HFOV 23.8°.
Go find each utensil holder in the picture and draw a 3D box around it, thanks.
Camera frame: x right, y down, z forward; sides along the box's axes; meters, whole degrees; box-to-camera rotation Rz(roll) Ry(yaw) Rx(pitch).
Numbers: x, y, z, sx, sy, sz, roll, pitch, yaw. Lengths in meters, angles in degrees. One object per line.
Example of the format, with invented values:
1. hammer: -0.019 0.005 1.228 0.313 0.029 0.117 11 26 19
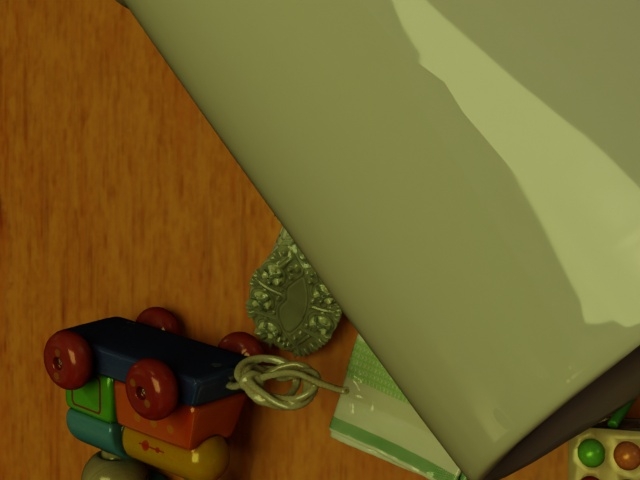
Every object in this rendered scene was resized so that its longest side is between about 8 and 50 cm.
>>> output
1. utensil holder: 0.098 -0.109 0.829 0.327 0.328 0.385 -42 74 23

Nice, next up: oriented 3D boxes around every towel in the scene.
1. towel: 0.070 0.080 1.011 0.113 0.023 0.152 20 100 27

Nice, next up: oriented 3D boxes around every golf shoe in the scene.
1. golf shoe: 0.000 0.000 1.030 0.069 0.086 0.176 23 129 9

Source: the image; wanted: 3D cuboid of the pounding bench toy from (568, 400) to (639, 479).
1. pounding bench toy: 0.184 0.122 0.922 0.052 0.065 0.083 0 90 30

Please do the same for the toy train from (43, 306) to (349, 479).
1. toy train: -0.081 0.141 1.039 0.248 0.105 0.143 13 109 40
